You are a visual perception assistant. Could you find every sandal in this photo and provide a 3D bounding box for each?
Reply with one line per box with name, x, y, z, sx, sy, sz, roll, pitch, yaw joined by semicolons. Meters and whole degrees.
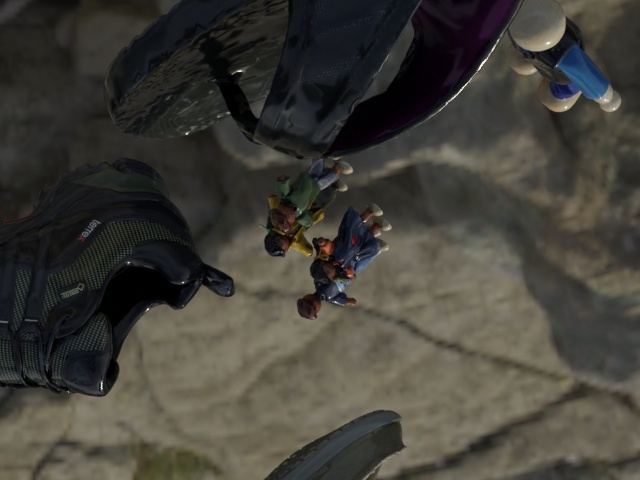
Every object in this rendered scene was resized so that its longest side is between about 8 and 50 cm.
sandal;0.043;-0.123;0.982;0.446;0.107;0.168;-25;170;39

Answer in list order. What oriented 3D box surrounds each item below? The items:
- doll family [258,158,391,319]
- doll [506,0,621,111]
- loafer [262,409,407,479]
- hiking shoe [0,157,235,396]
doll family;0.000;0.000;1.727;0.111;0.076;0.193;-50;123;-18
doll;0.157;-0.134;1.243;0.046;0.129;0.189;-41;169;3
loafer;-0.019;0.223;1.387;0.087;0.251;0.094;52;152;0
hiking shoe;-0.163;0.043;0.968;0.227;0.114;0.086;-31;141;-14
